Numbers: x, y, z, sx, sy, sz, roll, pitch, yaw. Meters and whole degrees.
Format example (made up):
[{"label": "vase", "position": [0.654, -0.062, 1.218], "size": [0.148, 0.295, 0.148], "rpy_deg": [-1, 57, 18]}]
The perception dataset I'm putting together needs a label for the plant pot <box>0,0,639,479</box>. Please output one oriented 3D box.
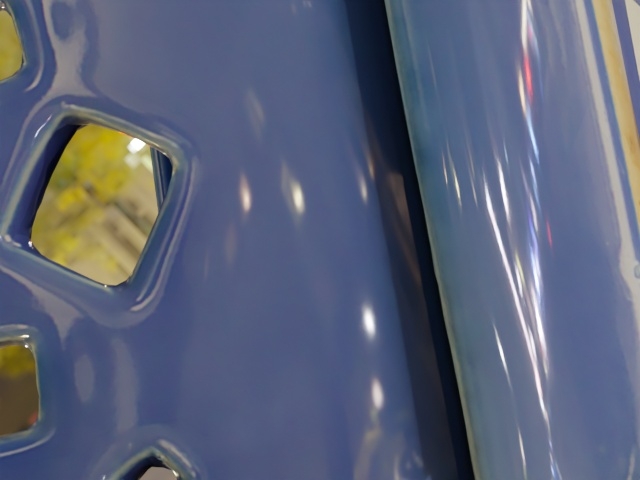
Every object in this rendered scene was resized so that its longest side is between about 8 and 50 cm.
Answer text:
[{"label": "plant pot", "position": [0.000, 0.000, 0.497], "size": [0.212, 0.236, 0.236], "rpy_deg": [-14, -12, 22]}]
